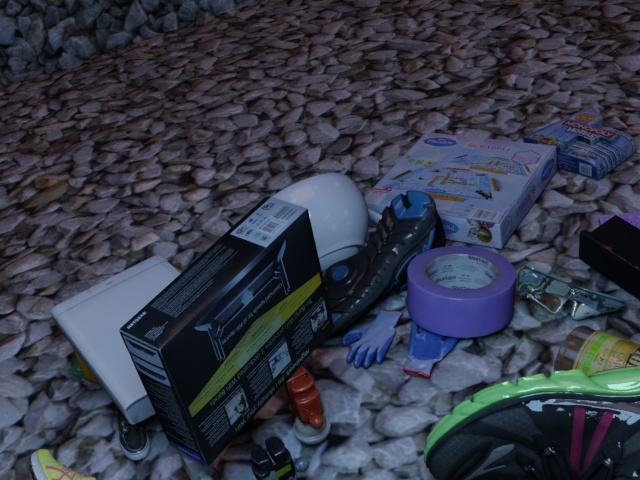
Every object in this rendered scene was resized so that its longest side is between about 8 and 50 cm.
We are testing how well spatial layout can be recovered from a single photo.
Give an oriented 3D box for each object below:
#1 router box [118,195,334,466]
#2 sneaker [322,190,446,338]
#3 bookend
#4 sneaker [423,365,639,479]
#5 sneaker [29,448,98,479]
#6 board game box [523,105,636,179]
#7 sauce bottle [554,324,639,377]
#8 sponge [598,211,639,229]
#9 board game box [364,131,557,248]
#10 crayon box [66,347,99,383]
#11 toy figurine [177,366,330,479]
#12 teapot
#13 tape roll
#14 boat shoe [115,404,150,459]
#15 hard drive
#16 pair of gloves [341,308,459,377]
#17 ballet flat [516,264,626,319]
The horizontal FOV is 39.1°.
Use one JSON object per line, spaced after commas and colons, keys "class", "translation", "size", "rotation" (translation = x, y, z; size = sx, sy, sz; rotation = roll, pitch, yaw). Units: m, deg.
{"class": "router box", "translation": [-0.116, 0.124, 1.271], "size": [0.081, 0.242, 0.309], "rotation": [19, 48, 33]}
{"class": "sneaker", "translation": [0.111, 0.070, 1.661], "size": [0.341, 0.139, 0.125], "rotation": [-44, 44, -10]}
{"class": "bookend", "translation": [0.573, 0.010, 1.605], "size": [0.156, 0.072, 0.157], "rotation": [-32, 47, -19]}
{"class": "sneaker", "translation": [0.358, 0.280, 1.184], "size": [0.483, 0.185, 0.202], "rotation": [-14, 62, 26]}
{"class": "sneaker", "translation": [-0.380, 0.388, 1.382], "size": [0.094, 0.081, 0.208], "rotation": [-22, 40, -27]}
{"class": "board game box", "translation": [0.588, -0.224, 1.998], "size": [0.194, 0.060, 0.194], "rotation": [-34, 39, -29]}
{"class": "sauce bottle", "translation": [0.510, 0.225, 1.299], "size": [0.344, 0.111, 0.111], "rotation": [20, 44, 40]}
{"class": "sponge", "translation": [0.639, -0.016, 1.692], "size": [0.210, 0.031, 0.117], "rotation": [-6, 33, 9]}
{"class": "board game box", "translation": [0.298, -0.117, 1.924], "size": [0.319, 0.065, 0.318], "rotation": [12, 40, 32]}
{"class": "crayon box", "translation": [-0.296, 0.189, 1.639], "size": [0.323, 0.083, 0.203], "rotation": [11, 40, 32]}
{"class": "toy figurine", "translation": [-0.103, 0.299, 1.366], "size": [0.213, 0.148, 0.209], "rotation": [2, 41, 18]}
{"class": "teapot", "translation": [0.000, 0.000, 1.741], "size": [0.256, 0.252, 0.187], "rotation": [-30, 74, 8]}
{"class": "tape roll", "translation": [0.247, 0.087, 1.592], "size": [0.189, 0.080, 0.189], "rotation": [-2, 28, 1]}
{"class": "boat shoe", "translation": [-0.319, 0.309, 1.504], "size": [0.049, 0.040, 0.142], "rotation": [-20, 34, -12]}
{"class": "hard drive", "translation": [-0.302, 0.157, 1.571], "size": [0.233, 0.047, 0.353], "rotation": [-28, 37, -23]}
{"class": "pair of gloves", "translation": [0.138, 0.174, 1.577], "size": [0.198, 0.023, 0.159], "rotation": [7, 37, 26]}
{"class": "ballet flat", "translation": [0.426, 0.102, 1.550], "size": [0.189, 0.070, 0.070], "rotation": [20, 40, 9]}
